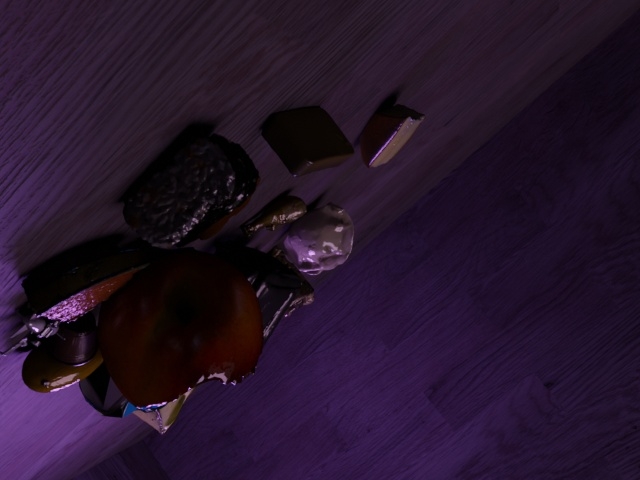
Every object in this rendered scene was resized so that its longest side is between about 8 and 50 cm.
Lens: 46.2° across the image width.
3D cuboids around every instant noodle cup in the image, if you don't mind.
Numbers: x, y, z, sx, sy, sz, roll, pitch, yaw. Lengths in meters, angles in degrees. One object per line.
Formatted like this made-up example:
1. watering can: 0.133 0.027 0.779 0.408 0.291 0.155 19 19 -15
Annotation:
1. instant noodle cup: -0.500 0.341 1.935 0.240 0.240 0.178 -42 162 18

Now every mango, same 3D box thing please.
1. mango: -0.539 0.251 1.624 0.237 0.137 0.091 -34 127 -51

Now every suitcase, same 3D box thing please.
1. suitcase: -0.223 0.191 1.973 0.345 0.188 0.339 -58 158 3

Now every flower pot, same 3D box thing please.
1. flower pot: -0.508 0.189 1.544 0.111 0.111 0.089 -29 153 -44

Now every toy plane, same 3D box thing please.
1. toy plane: -0.530 0.161 1.422 0.162 0.065 0.171 -49 167 -9

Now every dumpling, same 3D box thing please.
1. dumpling: 0.000 0.000 2.263 0.258 0.193 0.147 -47 172 26

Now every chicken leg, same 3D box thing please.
1. chicken leg: -0.120 -0.057 1.933 0.178 0.070 0.093 -28 151 -14

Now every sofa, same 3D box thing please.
1. sofa: -0.145 0.162 2.459 0.182 0.200 0.258 -40 172 -8

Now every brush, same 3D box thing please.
1. brush: -0.022 -0.196 1.478 0.059 0.123 0.197 -39 171 32

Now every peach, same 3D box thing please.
1. peach: -0.294 0.170 1.560 0.335 0.310 0.406 -17 180 -16

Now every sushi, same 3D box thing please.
1. sushi: -0.219 -0.079 1.257 0.225 0.136 0.126 -36 170 26

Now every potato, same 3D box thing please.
1. potato: -0.493 0.386 2.302 0.280 0.212 0.330 -52 164 -28

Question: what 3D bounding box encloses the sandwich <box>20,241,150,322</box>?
1. sandwich: -0.419 0.066 1.345 0.235 0.079 0.159 -32 170 -28

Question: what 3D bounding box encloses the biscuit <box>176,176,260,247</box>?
1. biscuit: -0.218 -0.075 1.548 0.208 0.041 0.290 -34 170 -24

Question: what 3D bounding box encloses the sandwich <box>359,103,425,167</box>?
1. sandwich: 0.173 -0.278 1.925 0.094 0.096 0.258 -26 167 -30
